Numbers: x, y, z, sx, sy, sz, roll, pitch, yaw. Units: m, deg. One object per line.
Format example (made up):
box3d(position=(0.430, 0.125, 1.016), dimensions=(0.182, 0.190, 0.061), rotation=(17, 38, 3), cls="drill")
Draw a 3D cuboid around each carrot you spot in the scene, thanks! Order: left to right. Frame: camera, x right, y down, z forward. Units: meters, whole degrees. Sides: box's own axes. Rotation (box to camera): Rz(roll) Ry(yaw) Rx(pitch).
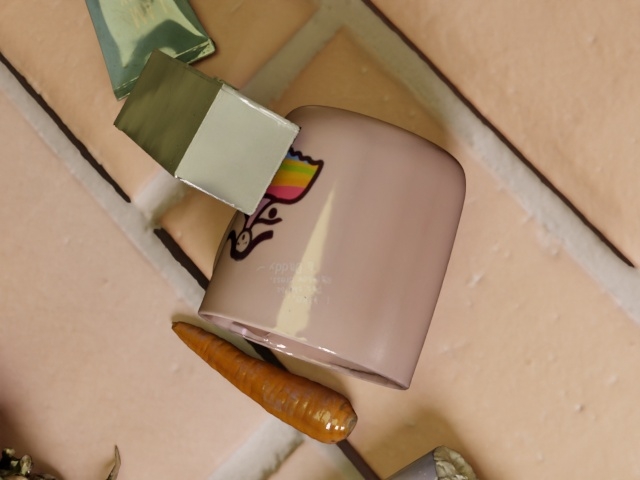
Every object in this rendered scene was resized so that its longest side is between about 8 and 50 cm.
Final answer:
box3d(position=(-0.056, 0.123, 1.647), dimensions=(0.216, 0.048, 0.048), rotation=(27, 90, 28), cls="carrot")

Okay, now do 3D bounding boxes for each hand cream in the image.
box3d(position=(-0.210, -0.294, 1.773), dimensions=(0.111, 0.070, 0.312), rotation=(-27, 75, 11), cls="hand cream")

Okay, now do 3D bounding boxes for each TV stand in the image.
box3d(position=(-0.104, -0.100, 1.595), dimensions=(0.082, 0.269, 0.088), rotation=(27, 94, -22), cls="TV stand")

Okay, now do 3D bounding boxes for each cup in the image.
box3d(position=(0.000, 0.000, 1.588), dimensions=(0.253, 0.191, 0.200), rotation=(8, 76, 55), cls="cup")

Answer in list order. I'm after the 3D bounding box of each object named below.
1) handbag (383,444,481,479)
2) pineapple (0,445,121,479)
box3d(position=(0.083, 0.252, 1.546), dimensions=(0.173, 0.095, 0.117), rotation=(-36, 75, 19), cls="handbag")
box3d(position=(-0.320, 0.244, 1.652), dimensions=(0.271, 0.262, 0.262), rotation=(39, 95, -1), cls="pineapple")
